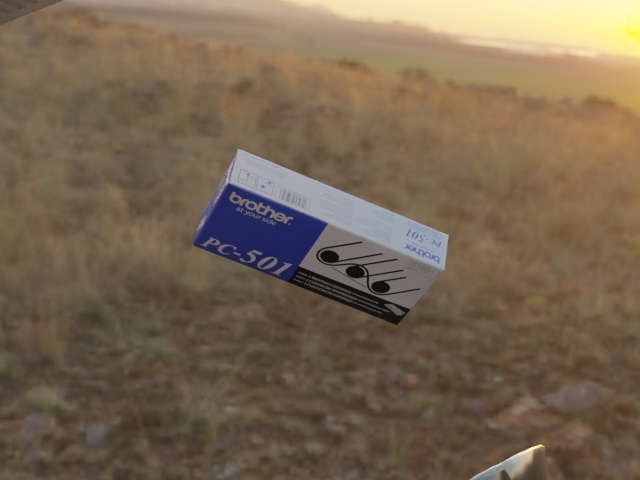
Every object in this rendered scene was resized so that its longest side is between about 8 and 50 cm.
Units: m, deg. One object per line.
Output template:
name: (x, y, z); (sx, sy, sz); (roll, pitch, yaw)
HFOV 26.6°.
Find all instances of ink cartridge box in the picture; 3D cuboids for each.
ink cartridge box: (0.000, 0.000, 1.211); (0.207, 0.097, 0.046); (22, 48, -12)

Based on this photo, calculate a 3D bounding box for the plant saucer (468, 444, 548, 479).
plant saucer: (-0.033, 0.182, 0.515); (0.311, 0.050, 0.310); (-30, -14, -8)

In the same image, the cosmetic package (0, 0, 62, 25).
cosmetic package: (-0.235, -0.263, 0.917); (0.453, 0.161, 0.230); (-17, -10, 20)
